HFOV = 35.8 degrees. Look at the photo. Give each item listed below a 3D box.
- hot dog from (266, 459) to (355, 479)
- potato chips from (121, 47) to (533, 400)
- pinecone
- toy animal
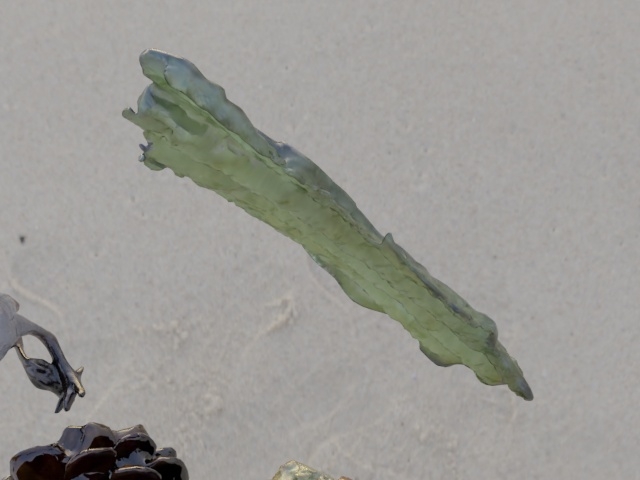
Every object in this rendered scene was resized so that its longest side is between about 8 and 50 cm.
[{"bbox_3d":[0.033,0.265,0.811,0.213,0.103,0.146,12,44,30],"label":"hot dog"},{"bbox_3d":[0.000,0.001,0.373,0.092,0.207,0.028,10,67,58],"label":"potato chips"},{"bbox_3d":[-0.257,0.378,1.147,0.298,0.242,0.296,-42,65,-10],"label":"pinecone"},{"bbox_3d":[-0.423,0.121,1.242,0.090,0.324,0.195,-49,56,8],"label":"toy animal"}]
